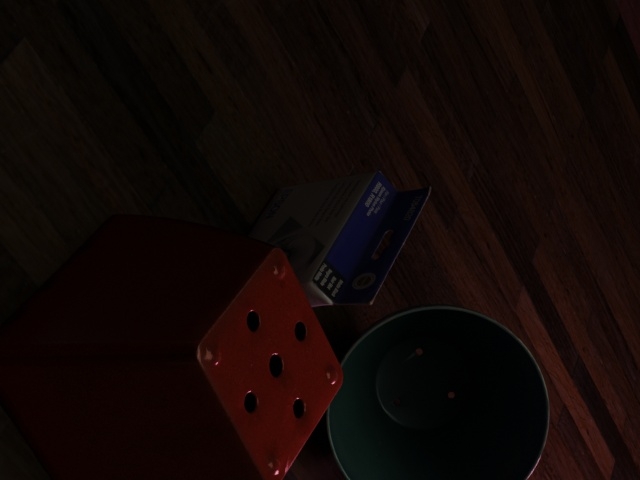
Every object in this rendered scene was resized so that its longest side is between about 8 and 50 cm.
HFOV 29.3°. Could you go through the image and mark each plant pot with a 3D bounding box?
[{"bbox_3d":[0.150,0.216,1.679,0.195,0.290,0.290,-99,177,-83],"label":"plant pot"},{"bbox_3d":[-0.137,0.134,1.276,0.267,0.235,0.267,-53,126,-46],"label":"plant pot"}]

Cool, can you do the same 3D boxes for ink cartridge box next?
[{"bbox_3d":[0.000,0.000,1.508,0.045,0.224,0.223,61,40,-29],"label":"ink cartridge box"}]
